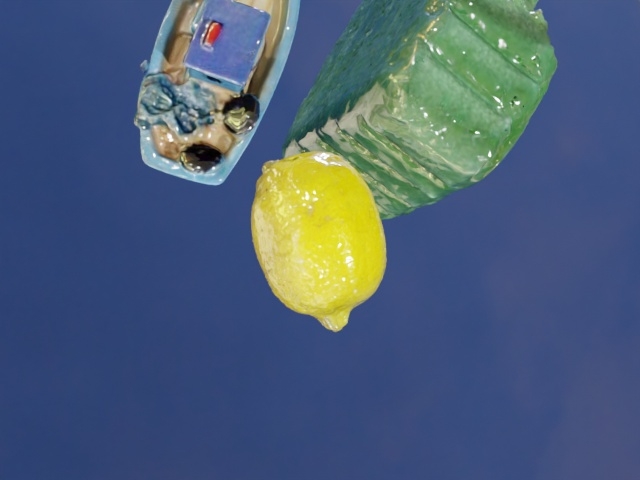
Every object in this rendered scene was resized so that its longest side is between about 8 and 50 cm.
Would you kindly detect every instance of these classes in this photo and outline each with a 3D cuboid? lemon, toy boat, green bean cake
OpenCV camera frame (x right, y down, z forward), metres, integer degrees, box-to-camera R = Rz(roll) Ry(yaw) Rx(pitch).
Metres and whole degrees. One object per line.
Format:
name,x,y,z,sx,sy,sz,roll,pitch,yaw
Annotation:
lemon,0.000,0.000,0.970,0.082,0.082,0.111,-23,-83,-50
toy boat,-0.072,-0.151,1.184,0.100,0.097,0.223,18,-100,-2
green bean cake,0.128,-0.184,1.668,0.169,0.308,0.300,36,-110,-14
